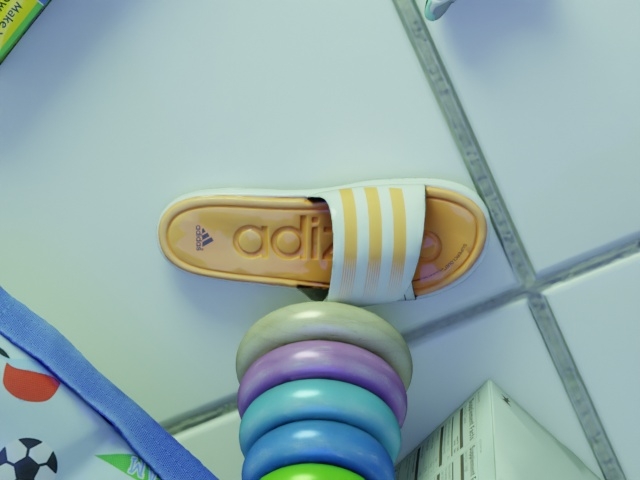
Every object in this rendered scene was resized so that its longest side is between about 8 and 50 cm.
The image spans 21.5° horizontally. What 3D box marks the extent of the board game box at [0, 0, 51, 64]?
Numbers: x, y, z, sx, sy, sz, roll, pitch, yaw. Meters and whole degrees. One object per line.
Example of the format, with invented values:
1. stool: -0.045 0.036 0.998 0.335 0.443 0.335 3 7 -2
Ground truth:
1. board game box: -0.236 -0.302 1.243 0.213 0.046 0.317 40 107 -8

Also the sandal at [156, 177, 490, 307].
1. sandal: 0.000 0.010 1.310 0.265 0.076 0.102 -1 108 5

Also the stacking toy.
1. stacking toy: 0.000 0.209 1.227 0.141 0.330 0.141 1 138 1

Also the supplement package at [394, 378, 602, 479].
1. supplement package: 0.114 0.293 1.331 0.199 0.198 0.263 42 106 -9

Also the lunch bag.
1. lunch bag: -0.279 0.232 1.325 0.328 0.239 0.385 43 114 -9

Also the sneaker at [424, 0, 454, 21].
1. sneaker: 0.125 -0.195 1.253 0.069 0.038 0.098 28 108 -4
